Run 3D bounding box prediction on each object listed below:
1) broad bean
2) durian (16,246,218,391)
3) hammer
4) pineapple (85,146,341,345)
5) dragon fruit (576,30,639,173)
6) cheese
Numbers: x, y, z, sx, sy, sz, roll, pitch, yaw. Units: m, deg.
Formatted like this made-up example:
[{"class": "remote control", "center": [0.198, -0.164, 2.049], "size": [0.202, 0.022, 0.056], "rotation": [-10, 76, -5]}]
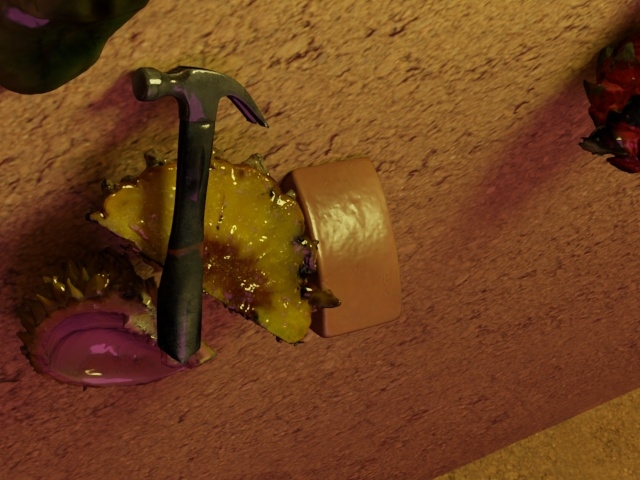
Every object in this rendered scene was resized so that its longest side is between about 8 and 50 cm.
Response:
[{"class": "broad bean", "center": [-0.199, -0.193, 1.147], "size": [0.153, 0.072, 0.206], "rotation": [-12, 163, -29]}, {"class": "durian", "center": [-0.243, 0.082, 1.581], "size": [0.191, 0.112, 0.341], "rotation": [-7, 161, 10]}, {"class": "hammer", "center": [-0.123, -0.024, 1.381], "size": [0.137, 0.037, 0.290], "rotation": [-5, 107, -34]}, {"class": "pineapple", "center": [-0.111, -0.015, 1.519], "size": [0.334, 0.158, 0.161], "rotation": [30, 80, -30]}, {"class": "dragon fruit", "center": [0.410, -0.176, 1.739], "size": [0.182, 0.189, 0.182], "rotation": [6, 162, 2]}, {"class": "cheese", "center": [0.010, -0.013, 1.696], "size": [0.128, 0.203, 0.177], "rotation": [-10, 120, -29]}]
